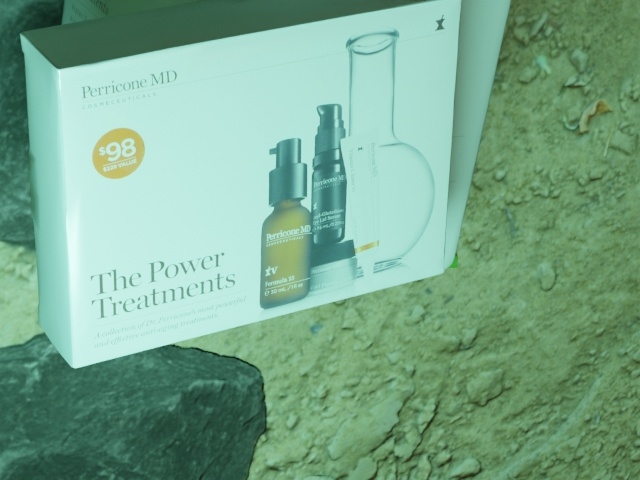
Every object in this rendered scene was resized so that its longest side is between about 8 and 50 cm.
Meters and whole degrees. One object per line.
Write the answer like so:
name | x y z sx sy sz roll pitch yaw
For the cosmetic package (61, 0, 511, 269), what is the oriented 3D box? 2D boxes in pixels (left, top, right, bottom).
cosmetic package | -0.047 -0.199 1.789 0.329 0.327 0.393 -6 119 -31

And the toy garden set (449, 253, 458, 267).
toy garden set | 0.000 0.000 2.020 0.204 0.244 0.049 3 89 -36

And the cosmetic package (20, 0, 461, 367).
cosmetic package | -0.064 -0.069 1.578 0.377 0.097 0.284 -14 121 -25
